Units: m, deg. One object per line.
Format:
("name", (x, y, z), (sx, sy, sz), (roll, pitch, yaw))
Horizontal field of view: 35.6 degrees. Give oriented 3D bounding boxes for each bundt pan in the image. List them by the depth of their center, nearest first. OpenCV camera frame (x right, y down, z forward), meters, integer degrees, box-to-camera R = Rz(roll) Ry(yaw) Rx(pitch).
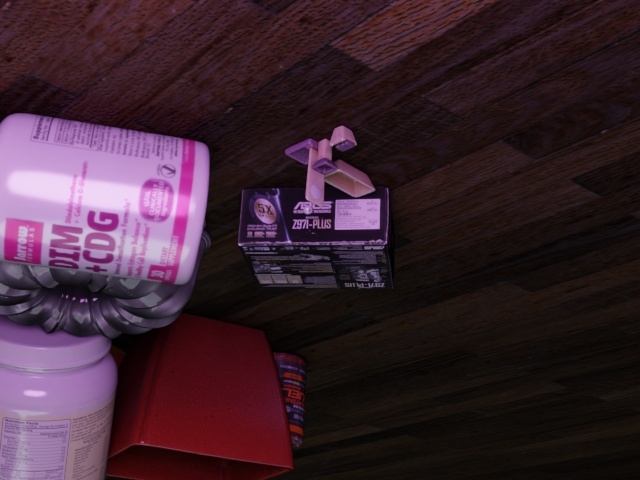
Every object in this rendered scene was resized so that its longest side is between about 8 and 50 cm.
("bundt pan", (-0.311, 0.037, 1.303), (0.331, 0.124, 0.331), (1, 155, 1))

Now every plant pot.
("plant pot", (-0.212, 0.265, 1.653), (0.267, 0.235, 0.267), (15, 153, -26))

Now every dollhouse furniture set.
("dollhouse furniture set", (0.029, -0.059, 1.109), (0.091, 0.081, 0.114), (-20, 147, 39))

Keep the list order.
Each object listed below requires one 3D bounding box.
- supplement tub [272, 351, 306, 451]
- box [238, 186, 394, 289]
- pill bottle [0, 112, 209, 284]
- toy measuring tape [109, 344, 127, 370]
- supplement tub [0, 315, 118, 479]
("supplement tub", (-0.079, 0.305, 1.773), (0.106, 0.197, 0.106), (1, 156, 1))
("box", (0.000, 0.000, 1.244), (0.180, 0.077, 0.147), (-1, 155, 8))
("pill bottle", (-0.270, -0.048, 1.066), (0.283, 0.160, 0.160), (8, 155, -12))
("toy measuring tape", (-0.376, 0.265, 1.815), (0.122, 0.121, 0.330), (-6, 154, 18))
("supplement tub", (-0.427, 0.266, 1.474), (0.236, 0.324, 0.235), (9, -164, -3))
